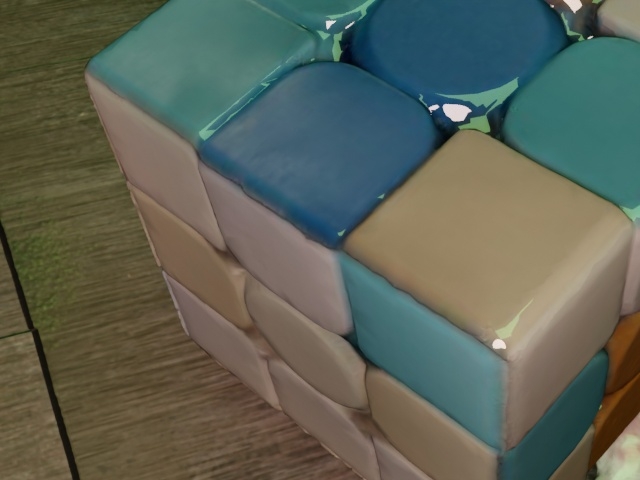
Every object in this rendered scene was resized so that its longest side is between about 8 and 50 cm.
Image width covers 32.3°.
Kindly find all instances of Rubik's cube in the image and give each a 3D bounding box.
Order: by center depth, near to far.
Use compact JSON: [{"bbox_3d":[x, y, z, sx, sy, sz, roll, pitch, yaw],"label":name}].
[{"bbox_3d":[0.099,-0.032,0.797,0.347,0.347,0.344,35,64,27],"label":"Rubik's cube"}]

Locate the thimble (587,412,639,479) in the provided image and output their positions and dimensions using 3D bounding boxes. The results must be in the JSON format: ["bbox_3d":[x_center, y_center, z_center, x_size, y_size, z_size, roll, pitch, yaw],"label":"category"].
[{"bbox_3d":[0.285,0.186,0.938,0.149,0.185,0.211,12,95,1],"label":"thimble"}]
